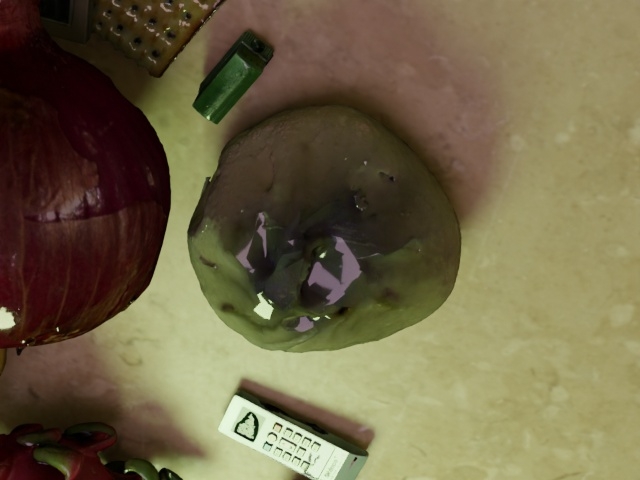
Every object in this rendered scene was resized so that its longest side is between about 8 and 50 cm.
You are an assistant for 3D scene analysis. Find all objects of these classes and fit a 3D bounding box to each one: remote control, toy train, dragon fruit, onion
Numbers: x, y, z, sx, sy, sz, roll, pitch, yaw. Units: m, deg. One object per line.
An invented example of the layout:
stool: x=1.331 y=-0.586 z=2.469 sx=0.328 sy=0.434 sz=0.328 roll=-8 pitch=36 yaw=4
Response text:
remote control: x=-0.031 y=0.227 z=1.671 sx=0.166 sy=0.029 sz=0.065 roll=27 pitch=124 yaw=0
toy train: x=-0.086 y=-0.155 z=1.431 sx=0.038 sy=0.056 sz=0.093 roll=37 pitch=122 yaw=-13
dragon fruit: x=-0.301 y=0.292 z=1.685 sx=0.198 sy=0.272 sz=0.218 roll=53 pitch=135 yaw=31
onion: x=-0.296 y=-0.095 z=1.362 sx=0.347 sy=0.348 sz=0.385 roll=10 pitch=109 yaw=6

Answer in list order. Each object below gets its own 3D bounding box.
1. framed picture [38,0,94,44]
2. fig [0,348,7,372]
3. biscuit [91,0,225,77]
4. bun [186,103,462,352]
framed picture: x=-0.311 y=-0.356 z=1.363 sx=0.240 sy=0.020 sz=0.324 roll=17 pitch=122 yaw=8
fig: x=-0.454 y=0.136 z=1.598 sx=0.224 sy=0.224 sz=0.263 roll=30 pitch=100 yaw=-8
biscuit: x=-0.198 y=-0.258 z=1.415 sx=0.203 sy=0.016 sz=0.144 roll=37 pitch=121 yaw=-11
bun: x=-0.001 y=0.005 z=1.450 sx=0.273 sy=0.168 sz=0.273 roll=1 pitch=119 yaw=2
